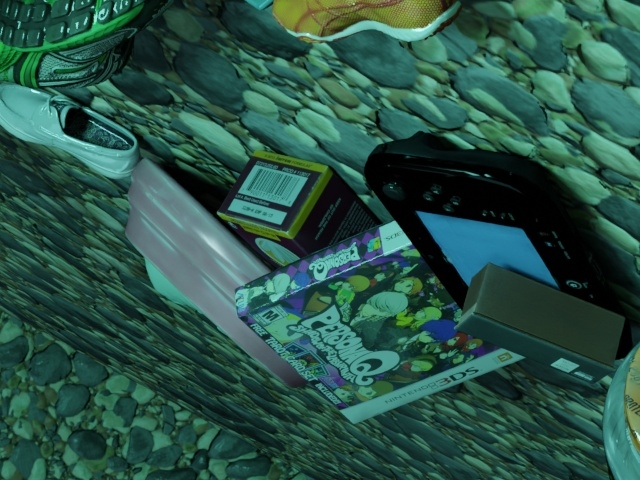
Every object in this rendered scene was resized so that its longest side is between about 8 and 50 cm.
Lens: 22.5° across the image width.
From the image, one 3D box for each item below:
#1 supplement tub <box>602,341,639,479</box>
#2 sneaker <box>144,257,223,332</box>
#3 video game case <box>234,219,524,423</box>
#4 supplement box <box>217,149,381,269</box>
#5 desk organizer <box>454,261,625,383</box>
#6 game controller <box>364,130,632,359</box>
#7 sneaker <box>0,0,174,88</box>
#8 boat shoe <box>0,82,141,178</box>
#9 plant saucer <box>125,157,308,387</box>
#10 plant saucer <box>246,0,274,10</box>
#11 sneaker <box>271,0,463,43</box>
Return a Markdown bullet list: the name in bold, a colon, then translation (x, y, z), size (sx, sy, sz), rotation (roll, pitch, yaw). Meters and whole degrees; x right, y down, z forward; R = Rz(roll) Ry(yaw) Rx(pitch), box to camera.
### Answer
- **supplement tub**: translation (0.329, 0.176, 1.300), size (0.194, 0.193, 0.316), rotation (25, 164, 22)
- **sneaker**: translation (-0.113, 0.078, 2.023), size (0.151, 0.094, 0.256), rotation (0, 136, 52)
- **video game case**: translation (0.065, 0.079, 1.563), size (0.210, 0.041, 0.232), rotation (-23, 137, 19)
- **supplement box**: translation (0.000, 0.000, 1.591), size (0.104, 0.081, 0.188), rotation (16, 159, 43)
- **desk organizer**: translation (0.184, 0.069, 1.342), size (0.130, 0.050, 0.047), rotation (22, 156, -7)
- **game controller**: translation (0.158, 0.014, 1.363), size (0.166, 0.067, 0.319), rotation (20, 162, 36)
- **sneaker**: translation (-0.200, -0.200, 1.325), size (0.146, 0.134, 0.343), rotation (11, 173, -32)
- **boat shoe**: translation (-0.282, -0.130, 1.769), size (0.184, 0.066, 0.063), rotation (32, 151, 6)
- **plant saucer**: translation (-0.095, 0.049, 1.756), size (0.332, 0.084, 0.332), rotation (43, 179, 1)
- **plant saucer**: translation (-0.035, -0.205, 1.139), size (0.067, 0.018, 0.192), rotation (35, 164, -12)
- **sneaker**: translation (0.026, -0.172, 1.077), size (0.175, 0.064, 0.067), rotation (3, 128, 51)
